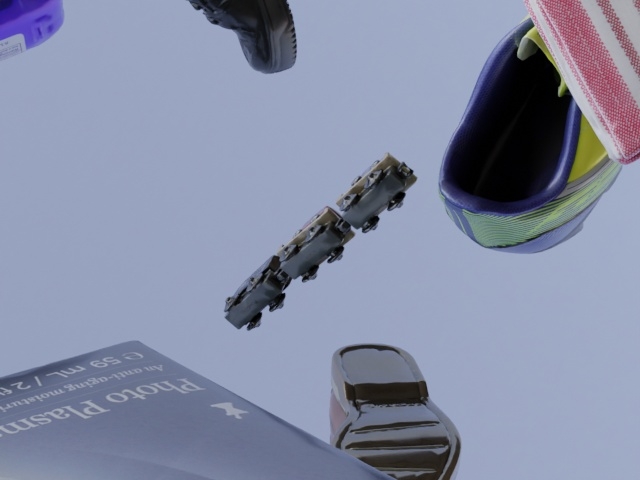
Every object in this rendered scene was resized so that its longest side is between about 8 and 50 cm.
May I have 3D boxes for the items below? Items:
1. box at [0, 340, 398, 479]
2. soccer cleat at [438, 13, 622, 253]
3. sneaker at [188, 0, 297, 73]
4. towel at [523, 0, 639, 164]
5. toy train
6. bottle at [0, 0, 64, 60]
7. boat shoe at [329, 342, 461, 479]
[{"bbox_3d":[-0.091,0.190,0.670,0.296,0.183,0.294,-15,-151,-43],"label":"box"},{"bbox_3d":[0.160,-0.121,0.992,0.093,0.289,0.121,33,-173,29],"label":"soccer cleat"},{"bbox_3d":[-0.070,-0.134,0.781,0.089,0.170,0.051,-21,-141,-7],"label":"sneaker"},{"bbox_3d":[0.193,-0.142,0.871,0.029,0.197,0.144,4,-123,-62],"label":"towel"},{"bbox_3d":[0.000,0.000,1.055,0.027,0.158,0.036,42,-148,-12],"label":"toy train"},{"bbox_3d":[-0.315,-0.140,1.190,0.282,0.092,0.118,-24,-107,-12],"label":"bottle"},{"bbox_3d":[0.061,0.196,1.575,0.110,0.105,0.307,2,-160,0],"label":"boat shoe"}]
